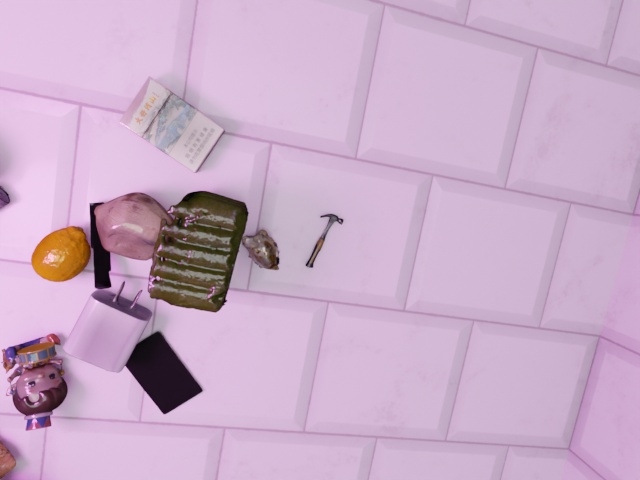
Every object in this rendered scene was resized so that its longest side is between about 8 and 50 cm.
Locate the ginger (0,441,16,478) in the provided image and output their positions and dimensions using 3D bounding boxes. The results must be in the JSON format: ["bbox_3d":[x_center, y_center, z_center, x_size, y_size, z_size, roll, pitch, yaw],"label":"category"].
[{"bbox_3d":[-1.040,0.612,1.344,0.131,0.086,0.295,-8,96,13],"label":"ginger"}]

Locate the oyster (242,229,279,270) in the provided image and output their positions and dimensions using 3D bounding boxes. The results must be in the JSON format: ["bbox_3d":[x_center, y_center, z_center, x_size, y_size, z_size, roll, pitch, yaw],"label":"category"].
[{"bbox_3d":[-0.186,0.038,1.421,0.103,0.051,0.148,-26,88,-3],"label":"oyster"}]

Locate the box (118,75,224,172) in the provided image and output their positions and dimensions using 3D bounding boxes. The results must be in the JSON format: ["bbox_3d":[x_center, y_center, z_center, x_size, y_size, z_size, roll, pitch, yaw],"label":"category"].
[{"bbox_3d":[-0.441,-0.343,1.302,0.256,0.069,0.164,34,92,-14],"label":"box"}]

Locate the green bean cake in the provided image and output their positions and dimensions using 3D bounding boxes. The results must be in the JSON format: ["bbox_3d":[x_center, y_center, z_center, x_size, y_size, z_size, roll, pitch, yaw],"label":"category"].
[{"bbox_3d":[-0.344,0.026,1.259,0.218,0.319,0.335,16,92,-10],"label":"green bean cake"}]

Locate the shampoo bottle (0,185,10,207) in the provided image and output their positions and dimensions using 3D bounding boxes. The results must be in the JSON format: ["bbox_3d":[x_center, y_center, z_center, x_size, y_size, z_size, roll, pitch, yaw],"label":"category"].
[{"bbox_3d":[-1.009,-0.078,1.241,0.214,0.072,0.072,-33,103,-4],"label":"shampoo bottle"}]

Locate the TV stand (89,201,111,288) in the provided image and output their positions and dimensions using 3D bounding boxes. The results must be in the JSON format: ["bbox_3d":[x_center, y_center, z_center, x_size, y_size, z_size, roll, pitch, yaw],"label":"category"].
[{"bbox_3d":[-0.657,0.015,1.290,0.040,0.049,0.257,-5,80,-10],"label":"TV stand"}]

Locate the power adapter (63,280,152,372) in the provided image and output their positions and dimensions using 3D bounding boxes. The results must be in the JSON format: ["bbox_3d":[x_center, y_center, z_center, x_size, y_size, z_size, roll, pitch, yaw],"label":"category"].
[{"bbox_3d":[-0.638,0.251,1.334,0.187,0.124,0.255,29,93,-14],"label":"power adapter"}]

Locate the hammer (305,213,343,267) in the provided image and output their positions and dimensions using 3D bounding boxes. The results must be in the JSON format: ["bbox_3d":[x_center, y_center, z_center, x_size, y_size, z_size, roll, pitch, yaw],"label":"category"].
[{"bbox_3d":[0.000,0.000,1.465,0.078,0.021,0.201,27,92,-13],"label":"hammer"}]

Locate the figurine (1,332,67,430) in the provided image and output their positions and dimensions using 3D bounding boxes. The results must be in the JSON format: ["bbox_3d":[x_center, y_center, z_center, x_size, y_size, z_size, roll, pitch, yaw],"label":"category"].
[{"bbox_3d":[-0.853,0.431,1.307,0.161,0.158,0.276,-18,104,-48],"label":"figurine"}]

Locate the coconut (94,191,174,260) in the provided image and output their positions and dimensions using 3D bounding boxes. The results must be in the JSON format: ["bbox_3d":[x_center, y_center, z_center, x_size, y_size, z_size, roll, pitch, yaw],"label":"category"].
[{"bbox_3d":[-0.547,-0.046,1.261,0.224,0.224,0.224,-2,99,-10],"label":"coconut"}]

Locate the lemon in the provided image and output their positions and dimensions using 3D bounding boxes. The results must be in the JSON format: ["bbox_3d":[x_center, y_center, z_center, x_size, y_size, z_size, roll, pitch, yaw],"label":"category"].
[{"bbox_3d":[-0.756,0.040,1.271,0.142,0.142,0.187,37,89,-14],"label":"lemon"}]

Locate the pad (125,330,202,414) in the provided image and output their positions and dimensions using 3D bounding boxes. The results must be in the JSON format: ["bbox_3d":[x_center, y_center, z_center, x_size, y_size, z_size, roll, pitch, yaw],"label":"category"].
[{"bbox_3d":[-0.533,0.446,1.447,0.159,0.009,0.265,-31,103,-2],"label":"pad"}]
